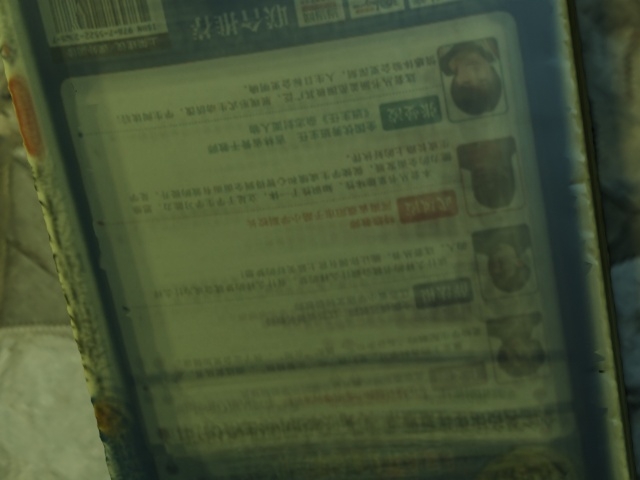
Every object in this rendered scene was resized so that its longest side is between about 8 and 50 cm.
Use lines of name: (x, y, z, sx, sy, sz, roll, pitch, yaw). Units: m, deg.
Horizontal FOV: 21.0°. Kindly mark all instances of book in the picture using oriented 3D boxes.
book: (0.000, 0.000, 0.693, 0.228, 0.018, 0.322, -5, 113, 14)
